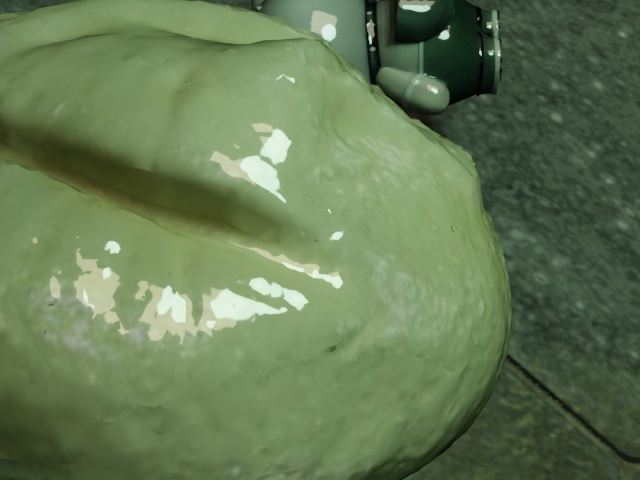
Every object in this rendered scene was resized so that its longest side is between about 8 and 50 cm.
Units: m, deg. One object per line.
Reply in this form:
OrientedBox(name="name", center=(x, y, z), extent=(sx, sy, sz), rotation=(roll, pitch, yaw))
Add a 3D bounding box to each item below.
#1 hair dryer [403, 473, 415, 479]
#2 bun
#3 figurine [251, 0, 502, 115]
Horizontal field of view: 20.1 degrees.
OrientedBox(name="hair dryer", center=(0.017, 0.090, 1.032), extent=(0.063, 0.038, 0.124), rotation=(12, 38, -16))
OrientedBox(name="bun", center=(-0.083, -0.004, 0.838), extent=(0.365, 0.365, 0.219), rotation=(7, 91, -19))
OrientedBox(name="figurine", center=(0.019, -0.119, 1.163), extent=(0.192, 0.126, 0.147), rotation=(1, 57, -2))
